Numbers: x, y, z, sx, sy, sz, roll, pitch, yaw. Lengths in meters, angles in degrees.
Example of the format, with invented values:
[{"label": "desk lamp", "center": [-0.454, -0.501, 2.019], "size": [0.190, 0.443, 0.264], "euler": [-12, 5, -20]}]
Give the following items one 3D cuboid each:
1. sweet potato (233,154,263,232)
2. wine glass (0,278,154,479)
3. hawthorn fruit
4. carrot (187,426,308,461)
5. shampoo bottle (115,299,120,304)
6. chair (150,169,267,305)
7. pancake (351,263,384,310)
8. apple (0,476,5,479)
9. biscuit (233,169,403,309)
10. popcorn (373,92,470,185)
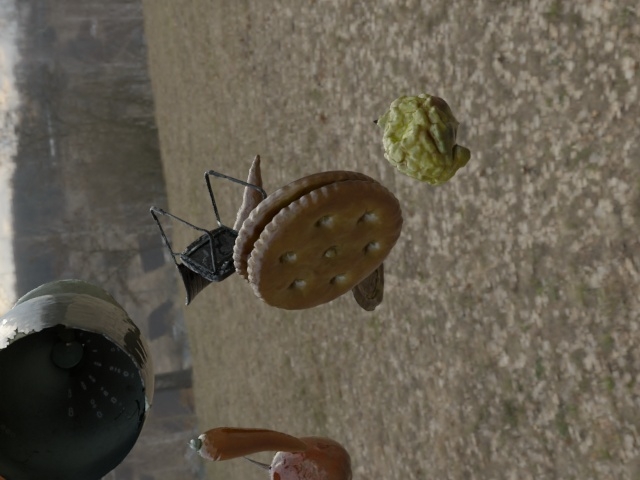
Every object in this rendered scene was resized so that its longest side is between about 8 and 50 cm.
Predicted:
[{"label": "sweet potato", "center": [-0.155, -0.087, 1.770], "size": [0.068, 0.068, 0.226], "euler": [-177, 102, -72]}, {"label": "wine glass", "center": [-0.188, 0.096, 0.561], "size": [0.241, 0.126, 0.126], "euler": [-168, 73, -72]}, {"label": "hawthorn fruit", "center": [-0.030, 0.416, 1.311], "size": [0.149, 0.189, 0.149], "euler": [0, 90, 59]}, {"label": "carrot", "center": [-0.074, 0.214, 0.803], "size": [0.035, 0.142, 0.035], "euler": [-16, 71, 52]}, {"label": "shampoo bottle", "center": [-0.373, 0.137, 1.221], "size": [0.212, 0.072, 0.049], "euler": [-83, -10, -82]}, {"label": "chair", "center": [-0.174, 0.018, 1.294], "size": [0.145, 0.140, 0.221], "euler": [23, 135, 34]}, {"label": "pancake", "center": [0.087, 0.049, 1.483], "size": [0.184, 0.020, 0.190], "euler": [63, -152, -28]}, {"label": "apple", "center": [-0.597, 0.495, 1.222], "size": [0.299, 0.275, 0.299], "euler": [50, 164, 21]}, {"label": "biscuit", "center": [0.000, 0.000, 0.960], "size": [0.066, 0.220, 0.220], "euler": [58, 151, 35]}, {"label": "popcorn", "center": [0.226, -0.220, 1.695], "size": [0.169, 0.189, 0.218], "euler": [-17, 57, 29]}]
